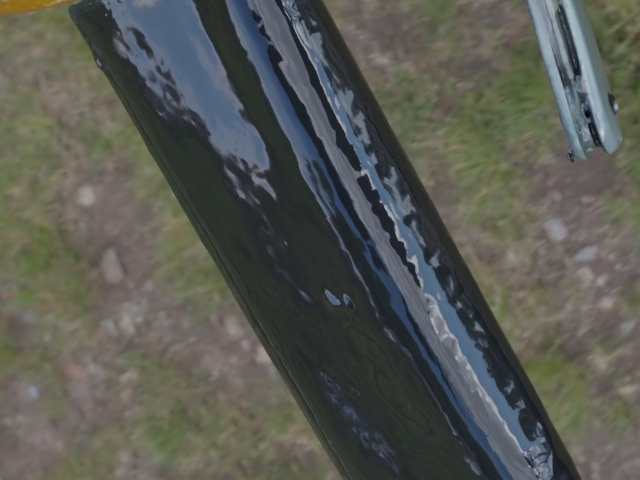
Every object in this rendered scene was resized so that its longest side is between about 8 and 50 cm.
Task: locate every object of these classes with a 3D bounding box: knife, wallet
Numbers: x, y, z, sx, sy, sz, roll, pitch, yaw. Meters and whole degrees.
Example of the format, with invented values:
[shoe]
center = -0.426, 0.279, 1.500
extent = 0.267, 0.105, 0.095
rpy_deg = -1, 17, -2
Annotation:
[knife]
center = 0.078, -0.105, 0.663
extent = 0.023, 0.044, 0.162
rpy_deg = -16, 102, 12
[wallet]
center = 0.001, -0.001, 1.168
extent = 0.228, 0.062, 0.406
rpy_deg = -7, 115, 57

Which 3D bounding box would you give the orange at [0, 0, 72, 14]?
[orange]
center = -0.174, -0.224, 0.879
extent = 0.249, 0.183, 0.249
rpy_deg = 45, 148, 38
